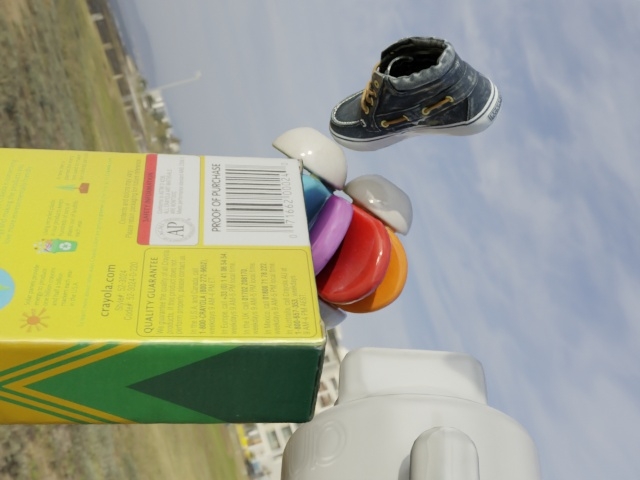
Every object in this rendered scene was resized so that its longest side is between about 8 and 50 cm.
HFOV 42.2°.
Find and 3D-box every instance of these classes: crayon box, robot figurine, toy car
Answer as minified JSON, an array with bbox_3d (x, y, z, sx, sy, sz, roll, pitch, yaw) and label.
[{"bbox_3d":[-0.166,0.022,0.560,0.202,0.319,0.081,-98,-167,-50],"label":"crayon box"},{"bbox_3d":[0.066,0.251,0.589,0.300,0.200,0.353,90,1,-51],"label":"robot figurine"},{"bbox_3d":[0.000,0.000,0.741,0.182,0.159,0.136,33,5,-21],"label":"toy car"}]

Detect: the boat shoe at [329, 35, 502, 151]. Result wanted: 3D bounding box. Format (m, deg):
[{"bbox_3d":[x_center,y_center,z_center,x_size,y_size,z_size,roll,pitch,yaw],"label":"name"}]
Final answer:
[{"bbox_3d":[0.060,-0.129,0.712,0.183,0.065,0.083,-2,-31,46],"label":"boat shoe"}]
